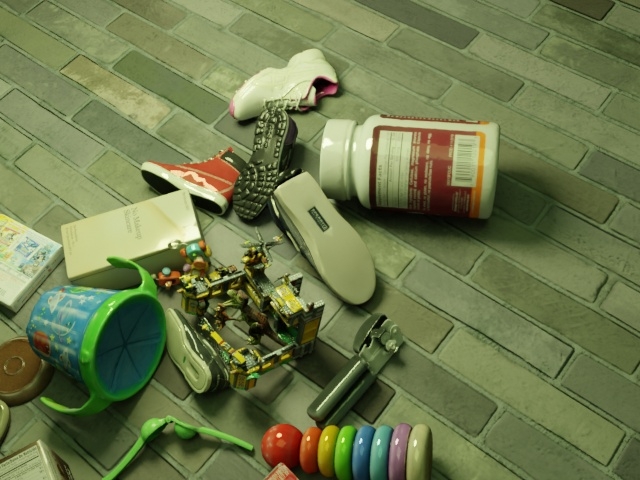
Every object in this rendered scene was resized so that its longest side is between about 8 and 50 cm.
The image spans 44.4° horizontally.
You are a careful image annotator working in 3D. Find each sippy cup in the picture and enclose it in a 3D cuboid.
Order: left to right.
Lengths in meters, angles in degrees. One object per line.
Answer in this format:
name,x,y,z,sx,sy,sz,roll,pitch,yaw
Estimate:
sippy cup,-0.484,0.196,1.657,0.224,0.240,0.305,13,36,26

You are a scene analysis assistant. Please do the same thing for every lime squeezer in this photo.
lime squeezer,-0.297,0.406,1.587,0.310,0.059,0.110,-13,56,-3

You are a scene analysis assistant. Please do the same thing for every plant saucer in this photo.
plant saucer,-0.670,0.281,1.725,0.168,0.029,0.169,-2,56,4

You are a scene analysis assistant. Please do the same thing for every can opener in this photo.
can opener,0.073,0.274,1.635,0.093,0.074,0.280,6,48,52

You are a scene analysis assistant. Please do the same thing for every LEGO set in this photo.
LEGO set,-0.144,0.125,1.641,0.254,0.192,0.331,-13,50,-24

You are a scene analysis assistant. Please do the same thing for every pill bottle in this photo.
pill bottle,0.206,-0.174,1.809,0.391,0.224,0.224,6,58,10

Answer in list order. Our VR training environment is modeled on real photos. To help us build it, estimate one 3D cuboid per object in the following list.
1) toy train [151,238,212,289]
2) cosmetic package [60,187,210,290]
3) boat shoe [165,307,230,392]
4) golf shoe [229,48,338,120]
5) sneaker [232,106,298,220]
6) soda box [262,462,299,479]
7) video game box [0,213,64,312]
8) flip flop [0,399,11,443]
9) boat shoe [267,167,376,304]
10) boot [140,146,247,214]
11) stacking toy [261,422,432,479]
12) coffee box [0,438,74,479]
toy train,-0.308,0.063,1.764,0.125,0.166,0.046,0,54,-24
cosmetic package,-0.429,0.009,1.827,0.309,0.113,0.160,-19,57,-5
boat shoe,-0.273,0.236,1.696,0.079,0.084,0.233,-1,38,-41
golf shoe,-0.091,-0.388,2.050,0.306,0.115,0.140,-32,63,-13
sneaker,-0.117,-0.174,1.922,0.107,0.124,0.283,18,86,26
soda box,-0.010,0.530,1.424,0.083,0.092,0.263,-41,76,-19
video game box,-0.745,0.051,1.871,0.205,0.048,0.187,25,65,20
flip flop,-0.717,0.447,1.590,0.112,0.080,0.277,8,58,11
boat shoe,0.000,0.000,1.793,0.127,0.158,0.341,-29,87,-18
boot,-0.309,-0.179,1.953,0.244,0.088,0.176,21,61,9
stacking toy,0.046,0.410,1.517,0.330,0.141,0.141,2,57,16
coffee box,-0.500,0.544,1.453,0.118,0.168,0.297,-28,58,-12
